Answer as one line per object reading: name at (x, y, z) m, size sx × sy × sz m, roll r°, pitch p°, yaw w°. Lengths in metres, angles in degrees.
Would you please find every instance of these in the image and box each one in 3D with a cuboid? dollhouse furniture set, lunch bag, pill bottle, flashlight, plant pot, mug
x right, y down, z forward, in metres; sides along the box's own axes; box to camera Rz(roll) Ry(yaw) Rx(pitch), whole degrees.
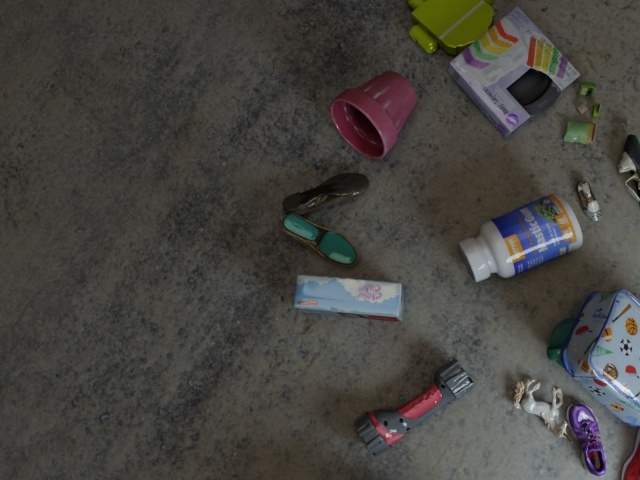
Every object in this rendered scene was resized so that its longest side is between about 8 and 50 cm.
dollhouse furniture set at (0.692, -0.333, 1.648) m, size 0.076 × 0.058 × 0.152 m, roll 11°, pitch 79°, yaw 14°
lunch bag at (0.702, 0.264, 1.418) m, size 0.303 × 0.115 × 0.243 m, roll 39°, pitch 67°, yaw -13°
pill bottle at (0.489, 0.002, 1.563) m, size 0.272 × 0.152 × 0.152 m, roll -24°, pitch 74°, yaw 4°
flashlight at (0.229, 0.404, 1.548) m, size 0.304 × 0.103 × 0.103 m, roll -37°, pitch 70°, yaw 2°
plant pot at (0.156, -0.353, 1.702) m, size 0.201 × 0.201 × 0.180 m, roll 40°, pitch 71°, yaw 17°
mug at (0.603, 0.243, 1.492) m, size 0.157 × 0.097 × 0.130 m, roll 24°, pitch 74°, yaw -18°

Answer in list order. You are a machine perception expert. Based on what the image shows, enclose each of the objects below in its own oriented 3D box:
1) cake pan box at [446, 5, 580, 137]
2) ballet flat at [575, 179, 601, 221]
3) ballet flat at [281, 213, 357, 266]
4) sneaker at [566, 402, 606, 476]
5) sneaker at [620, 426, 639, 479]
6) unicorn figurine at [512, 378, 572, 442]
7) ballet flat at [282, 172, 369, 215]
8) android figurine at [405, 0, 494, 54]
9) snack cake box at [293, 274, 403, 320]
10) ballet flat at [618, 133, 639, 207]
cake pan box at (0.516, -0.447, 1.686) m, size 0.245 × 0.070 × 0.267 m, roll -39°, pitch 85°, yaw 2°
ballet flat at (0.686, -0.103, 1.607) m, size 0.041 × 0.041 × 0.114 m, roll -20°, pitch 74°, yaw 6°
ballet flat at (0.000, 0.000, 1.704) m, size 0.232 × 0.073 × 0.080 m, roll 33°, pitch 77°, yaw 10°
sneaker at (0.633, 0.463, 1.469) m, size 0.068 × 0.071 × 0.170 m, roll -18°, pitch 74°, yaw 7°
sneaker at (0.740, 0.508, 1.406) m, size 0.087 × 0.128 × 0.221 m, roll 12°, pitch 79°, yaw 14°
unicorn figurine at (0.542, 0.403, 1.514) m, size 0.161 × 0.060 × 0.111 m, roll 15°, pitch 81°, yaw 31°
ballet flat at (0.016, -0.120, 1.742) m, size 0.249 × 0.058 × 0.084 m, roll -20°, pitch 52°, yaw 0°
android figurine at (0.377, -0.635, 1.783) m, size 0.248 × 0.056 × 0.273 m, roll -42°, pitch 72°, yaw -1°
snack cake box at (0.078, 0.149, 1.610) m, size 0.264 × 0.152 × 0.089 m, roll 4°, pitch 78°, yaw 12°
ballet flat at (0.797, -0.170, 1.586) m, size 0.074 × 0.074 × 0.203 m, roll -18°, pitch 76°, yaw 7°
